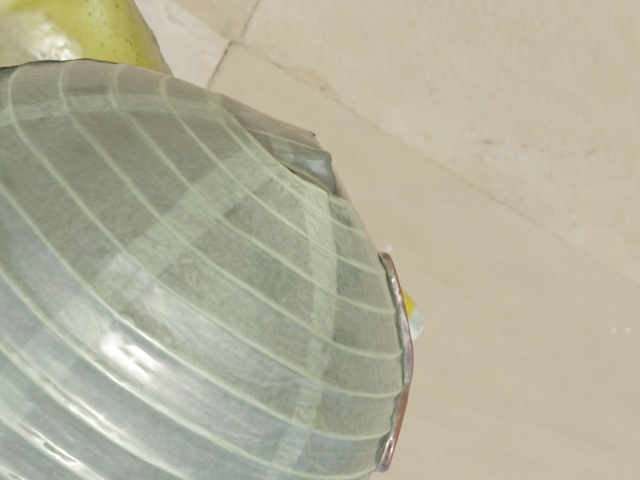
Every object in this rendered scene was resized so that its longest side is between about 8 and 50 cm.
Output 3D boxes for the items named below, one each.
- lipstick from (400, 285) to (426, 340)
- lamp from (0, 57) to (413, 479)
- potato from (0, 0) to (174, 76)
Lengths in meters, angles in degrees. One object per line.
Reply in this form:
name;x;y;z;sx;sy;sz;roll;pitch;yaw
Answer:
lipstick;0.000;0.000;0.871;0.264;0.059;0.059;47;144;-20
lamp;-0.079;0.039;0.402;0.265;0.233;0.233;44;147;-7
potato;-0.173;-0.095;0.594;0.228;0.148;0.197;50;161;-8
